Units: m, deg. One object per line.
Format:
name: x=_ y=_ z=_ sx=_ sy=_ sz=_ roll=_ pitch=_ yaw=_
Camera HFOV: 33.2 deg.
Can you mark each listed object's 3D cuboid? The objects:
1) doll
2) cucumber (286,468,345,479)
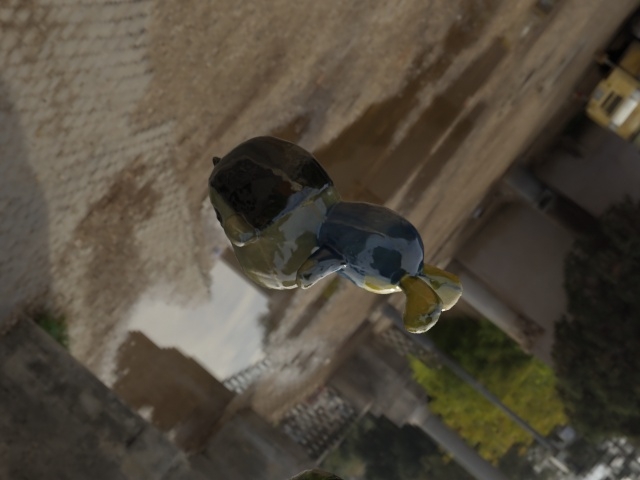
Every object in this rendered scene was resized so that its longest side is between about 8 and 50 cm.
doll: x=0.000 y=0.000 z=0.675 sx=0.089 sy=0.179 sz=0.102 roll=-57 pitch=168 yaw=24
cucumber: x=0.016 y=0.218 z=0.797 sx=0.074 sy=0.074 sz=0.241 roll=-50 pitch=156 yaw=-8
